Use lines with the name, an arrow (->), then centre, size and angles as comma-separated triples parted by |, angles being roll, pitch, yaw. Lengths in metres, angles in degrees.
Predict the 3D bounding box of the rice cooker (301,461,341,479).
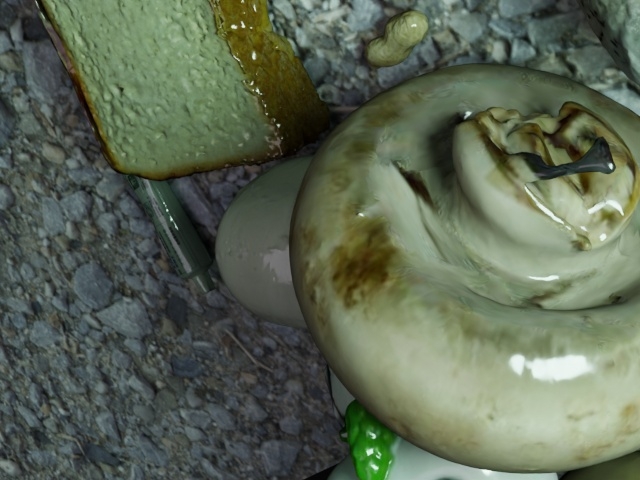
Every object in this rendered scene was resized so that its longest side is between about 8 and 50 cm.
rice cooker -> 0.075, 0.341, 1.593 | 0.288, 0.288, 0.277 | 54, 141, -1

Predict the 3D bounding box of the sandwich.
sandwich -> -0.152, -0.207, 1.569 | 0.271, 0.099, 0.301 | -3, 117, 45

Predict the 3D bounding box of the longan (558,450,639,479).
longan -> 0.289, 0.306, 1.442 | 0.246, 0.215, 0.246 | 3, 99, 22

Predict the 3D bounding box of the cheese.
cheese -> 0.000, 0.000, 1.502 | 0.198, 0.189, 0.154 | 12, 124, 34

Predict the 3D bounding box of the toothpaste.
toothpaste -> -0.174, -0.038, 1.740 | 0.064, 0.041, 0.218 | -27, 94, 52

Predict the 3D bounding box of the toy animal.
toy animal -> 0.101, 0.181, 1.405 | 0.212, 0.266, 0.212 | 1, 147, 1

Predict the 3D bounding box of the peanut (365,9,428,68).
peanut -> 0.069, -0.179, 1.443 | 0.037, 0.037, 0.083 | 51, 134, 2

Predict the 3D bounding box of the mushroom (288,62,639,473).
mushroom -> 0.159, -0.003, 1.239 | 0.362, 0.362, 0.294 | 34, 141, 19

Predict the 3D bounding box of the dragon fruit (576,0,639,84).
dragon fruit -> 0.285, -0.179, 1.131 | 0.283, 0.221, 0.204 | 33, 129, 19
